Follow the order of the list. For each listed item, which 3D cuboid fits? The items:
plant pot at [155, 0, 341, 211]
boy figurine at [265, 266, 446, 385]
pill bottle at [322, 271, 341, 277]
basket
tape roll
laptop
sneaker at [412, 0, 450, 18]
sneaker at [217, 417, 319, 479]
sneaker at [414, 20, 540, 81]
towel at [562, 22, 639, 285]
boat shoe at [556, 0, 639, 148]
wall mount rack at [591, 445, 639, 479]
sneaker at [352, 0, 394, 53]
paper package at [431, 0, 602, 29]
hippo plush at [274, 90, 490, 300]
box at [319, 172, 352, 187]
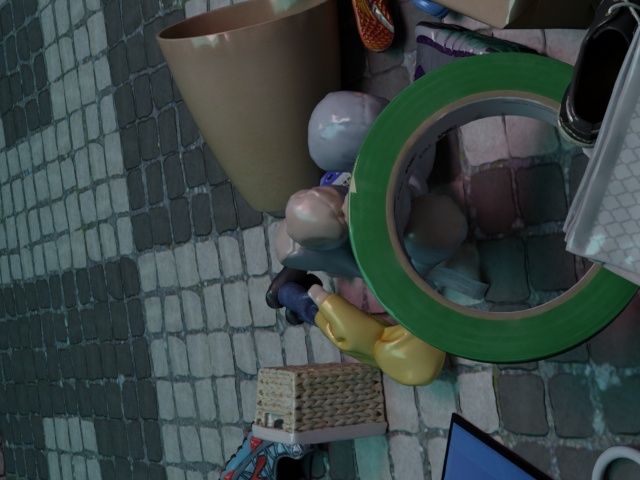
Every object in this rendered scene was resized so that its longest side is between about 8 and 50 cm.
[{"bbox_3d":[-0.072,-0.189,1.624,0.256,0.256,0.274,14,124,54],"label":"plant pot"},{"bbox_3d":[0.048,0.112,1.557,0.285,0.177,0.092,21,74,44],"label":"boy figurine"},{"bbox_3d":[0.000,0.000,1.675,0.116,0.065,0.065,41,128,45],"label":"pill bottle"},{"bbox_3d":[-0.001,0.229,1.633,0.113,0.167,0.103,-4,86,56],"label":"basket"},{"bbox_3d":[0.191,-0.032,1.198,0.077,0.321,0.321,40,-146,-76],"label":"tape roll"},{"bbox_3d":[0.170,0.393,1.428,0.234,0.264,0.136,31,157,50],"label":"laptop"},{"bbox_3d":[0.126,-0.359,1.444,0.078,0.067,0.188,-46,54,24],"label":"sneaker"},{"bbox_3d":[-0.080,0.375,1.825,0.125,0.104,0.262,55,137,32],"label":"sneaker"},{"bbox_3d":[0.183,-0.195,1.362,0.223,0.083,0.098,-141,56,-58],"label":"sneaker"},{"bbox_3d":[0.398,-0.070,0.993,0.317,0.053,0.332,26,119,24],"label":"towel"},{"bbox_3d":[0.304,-0.203,1.120,0.084,0.079,0.233,26,88,17],"label":"boat shoe"},{"bbox_3d":[0.320,0.412,1.219,0.304,0.130,0.350,-51,54,47],"label":"wall mount rack"},{"bbox_3d":[0.062,-0.335,1.525,0.067,0.064,0.175,-89,-6,-86],"label":"sneaker"},{"bbox_3d":[0.171,-0.409,1.215,0.325,0.168,0.309,35,121,39],"label":"paper package"},{"bbox_3d":[0.095,-0.076,1.413,0.234,0.294,0.237,-28,50,54],"label":"hippo plush"},{"bbox_3d":[0.055,-0.043,1.585,0.136,0.028,0.081,56,141,7],"label":"box"}]
